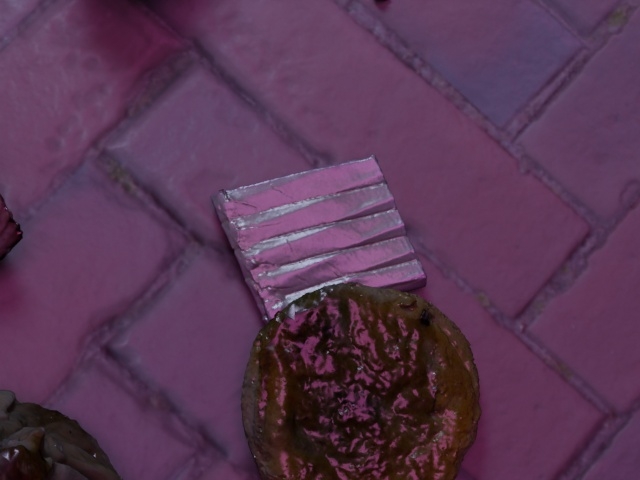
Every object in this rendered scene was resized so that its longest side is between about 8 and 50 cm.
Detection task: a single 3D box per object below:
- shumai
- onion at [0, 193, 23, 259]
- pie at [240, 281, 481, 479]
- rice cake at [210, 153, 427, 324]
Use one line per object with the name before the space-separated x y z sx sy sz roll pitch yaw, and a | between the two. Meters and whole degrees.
shumai | -0.339 0.234 1.089 0.309 0.263 0.304 -16 66 -20
onion | -0.474 -0.057 1.225 0.247 0.111 0.250 -26 118 4
pie | 0.048 0.180 1.254 0.277 0.078 0.277 0 87 -9
rice cake | 0.000 0.000 1.312 0.198 0.037 0.189 -22 82 -9
